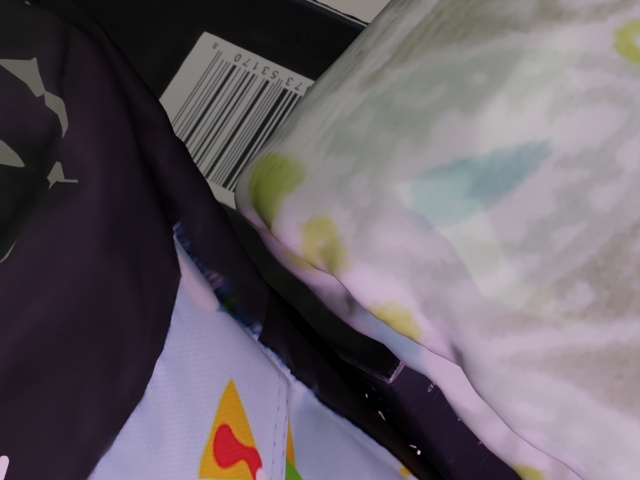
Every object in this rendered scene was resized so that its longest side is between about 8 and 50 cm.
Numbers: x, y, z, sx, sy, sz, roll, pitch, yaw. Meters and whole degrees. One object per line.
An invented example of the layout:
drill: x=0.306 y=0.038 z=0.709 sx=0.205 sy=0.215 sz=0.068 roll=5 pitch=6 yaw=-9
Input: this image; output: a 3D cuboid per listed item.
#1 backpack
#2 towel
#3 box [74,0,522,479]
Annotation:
backpack: x=-0.082 y=0.100 z=0.495 sx=0.290 sy=0.355 sz=0.273 roll=11 pitch=75 yaw=38
towel: x=0.221 y=-0.002 z=0.449 sx=0.374 sy=0.090 sz=0.320 roll=42 pitch=79 yaw=2
box: x=0.000 y=0.000 z=0.610 sx=0.156 sy=0.158 sz=0.093 roll=27 pitch=77 yaw=25
